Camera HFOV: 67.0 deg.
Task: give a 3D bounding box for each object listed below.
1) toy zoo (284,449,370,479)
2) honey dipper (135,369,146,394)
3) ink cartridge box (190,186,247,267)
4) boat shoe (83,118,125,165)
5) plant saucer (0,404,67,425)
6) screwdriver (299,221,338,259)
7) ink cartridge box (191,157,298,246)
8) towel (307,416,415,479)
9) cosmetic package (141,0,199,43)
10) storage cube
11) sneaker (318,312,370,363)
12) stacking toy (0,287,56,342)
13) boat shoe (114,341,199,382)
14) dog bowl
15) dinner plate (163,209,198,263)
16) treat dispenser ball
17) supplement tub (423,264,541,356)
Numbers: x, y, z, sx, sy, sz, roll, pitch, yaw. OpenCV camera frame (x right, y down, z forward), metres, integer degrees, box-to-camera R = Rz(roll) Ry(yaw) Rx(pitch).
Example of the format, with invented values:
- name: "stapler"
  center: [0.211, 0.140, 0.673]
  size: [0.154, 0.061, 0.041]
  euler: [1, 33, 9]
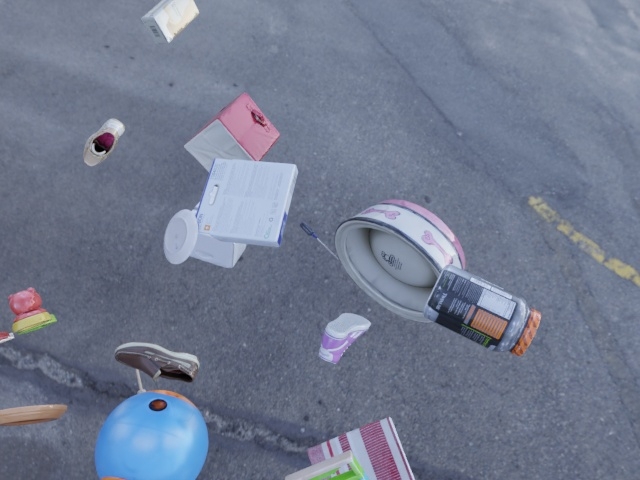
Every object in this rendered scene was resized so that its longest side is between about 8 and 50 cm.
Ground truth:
- name: "toy zoo"
  center: [0.062, 0.688, 1.242]
  size: [0.293, 0.193, 0.030]
  euler: [61, 11, -14]
- name: "honey dipper"
  center: [-0.652, 0.508, 1.741]
  size: [0.031, 0.030, 0.160]
  euler: [-9, 43, -26]
- name: "ink cartridge box"
  center: [-0.380, -0.059, 1.866]
  size: [0.223, 0.128, 0.307]
  euler: [17, 38, 5]
- name: "boat shoe"
  center: [-0.566, -0.242, 1.240]
  size: [0.063, 0.170, 0.059]
  euler: [34, 37, -26]
- name: "plant saucer"
  center: [-0.855, 0.515, 1.418]
  size: [0.200, 0.200, 0.037]
  euler: [0, 67, -20]
- name: "screwdriver"
  center: [0.000, 0.000, 1.560]
  size: [0.170, 0.024, 0.025]
  euler: [40, 84, -1]
- name: "ink cartridge box"
  center: [-0.187, -0.099, 1.219]
  size: [0.224, 0.045, 0.223]
  euler: [8, 68, 12]
- name: "towel"
  center: [0.134, 0.764, 1.627]
  size: [0.037, 0.329, 0.236]
  euler: [33, 33, -61]
- name: "cosmetic package"
  center: [-0.310, -0.467, 1.006]
  size: [0.041, 0.060, 0.115]
  euler: [11, 58, 31]
- name: "storage cube"
  center: [-0.282, -0.324, 1.560]
  size: [0.183, 0.215, 0.193]
  euler: [49, 40, -21]
- name: "sneaker"
  center: [0.080, 0.369, 1.810]
  size: [0.102, 0.160, 0.282]
  euler: [27, 18, 30]
- name: "stacking toy"
  center: [-1.107, 0.277, 1.706]
  size: [0.309, 0.279, 0.130]
  euler: [-21, 88, -15]
- name: "boat shoe"
  center: [-0.503, 0.382, 1.489]
  size: [0.258, 0.095, 0.095]
  euler: [13, 34, -16]
- name: "dog bowl"
  center: [0.246, 0.052, 1.448]
  size: [0.408, 0.407, 0.150]
  euler: [37, 63, 14]
- name: "dinner plate"
  center: [-0.356, -0.011, 1.211]
  size: [0.017, 0.141, 0.141]
  euler: [15, 38, -49]
- name: "treat dispenser ball"
  center: [-0.450, 0.553, 1.303]
  size: [0.289, 0.288, 0.288]
  euler: [10, 47, -11]
- name: "supplement tub"
  center: [0.301, 0.133, 0.911]
  size: [0.191, 0.116, 0.117]
  euler: [26, 46, 15]
